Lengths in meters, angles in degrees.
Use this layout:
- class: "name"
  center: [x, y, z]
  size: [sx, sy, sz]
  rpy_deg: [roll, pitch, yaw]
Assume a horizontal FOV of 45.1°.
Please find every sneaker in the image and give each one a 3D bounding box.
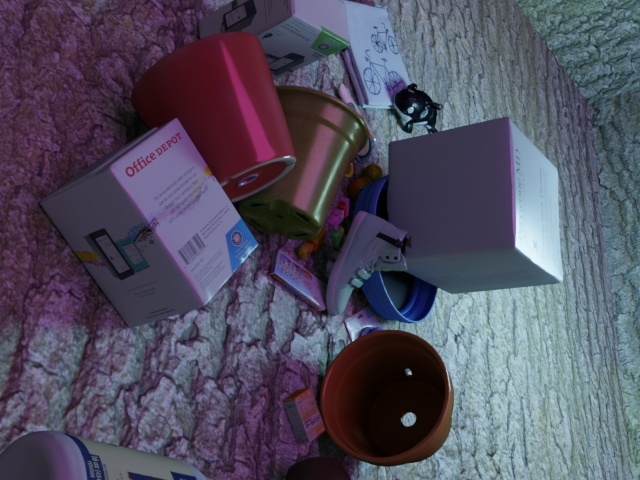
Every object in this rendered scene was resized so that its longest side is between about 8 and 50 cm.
- class: "sneaker"
  center: [0.112, 0.073, 1.772]
  size: [0.255, 0.151, 0.094]
  rpy_deg: [-70, 162, 2]

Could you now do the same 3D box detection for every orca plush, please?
- class: "orca plush"
  center: [0.329, -0.388, 2.371]
  size: [0.287, 0.102, 0.151]
  rpy_deg: [42, 60, -53]

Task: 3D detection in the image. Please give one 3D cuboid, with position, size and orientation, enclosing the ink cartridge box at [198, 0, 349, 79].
- class: "ink cartridge box"
  center: [-0.104, -0.459, 1.701]
  size: [0.198, 0.273, 0.114]
  rpy_deg: [12, 68, -50]

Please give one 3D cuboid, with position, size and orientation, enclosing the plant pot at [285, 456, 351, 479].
- class: "plant pot"
  center: [0.006, 0.543, 1.470]
  size: [0.215, 0.215, 0.230]
  rpy_deg: [31, 37, -42]

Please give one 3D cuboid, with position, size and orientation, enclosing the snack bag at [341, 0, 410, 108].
- class: "snack bag"
  center: [0.158, -0.556, 2.302]
  size: [0.323, 0.037, 0.342]
  rpy_deg: [-16, 88, -55]

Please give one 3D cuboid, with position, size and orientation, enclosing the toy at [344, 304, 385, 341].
- class: "toy"
  center: [0.153, 0.280, 1.890]
  size: [0.137, 0.056, 0.237]
  rpy_deg: [-22, 92, -56]

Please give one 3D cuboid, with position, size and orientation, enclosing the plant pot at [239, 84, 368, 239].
- class: "plant pot"
  center: [-0.057, -0.149, 1.662]
  size: [0.276, 0.276, 0.253]
  rpy_deg: [35, 60, -40]

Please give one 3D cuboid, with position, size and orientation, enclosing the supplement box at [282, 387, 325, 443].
- class: "supplement box"
  center: [-0.034, 0.367, 1.615]
  size: [0.062, 0.036, 0.098]
  rpy_deg: [-22, 93, -54]

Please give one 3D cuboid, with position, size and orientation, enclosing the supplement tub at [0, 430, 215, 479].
- class: "supplement tub"
  center: [-0.292, 0.410, 1.077]
  size: [0.325, 0.235, 0.235]
  rpy_deg: [30, 52, -43]

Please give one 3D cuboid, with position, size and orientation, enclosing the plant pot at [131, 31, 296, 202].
- class: "plant pot"
  center: [-0.182, -0.213, 1.445]
  size: [0.275, 0.275, 0.243]
  rpy_deg: [-14, 76, -55]

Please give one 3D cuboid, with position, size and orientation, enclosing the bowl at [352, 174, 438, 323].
- class: "bowl"
  center: [0.198, 0.023, 2.005]
  size: [0.391, 0.077, 0.391]
  rpy_deg: [21, 65, -55]

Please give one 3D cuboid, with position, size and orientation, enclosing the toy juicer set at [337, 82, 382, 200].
- class: "toy juicer set"
  center: [0.113, -0.254, 2.055]
  size: [0.209, 0.089, 0.329]
  rpy_deg: [41, 45, -35]

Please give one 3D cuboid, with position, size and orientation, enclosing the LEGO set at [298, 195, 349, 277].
- class: "LEGO set"
  center: [0.000, 0.000, 1.767]
  size: [0.093, 0.087, 0.227]
  rpy_deg: [-47, 152, -38]

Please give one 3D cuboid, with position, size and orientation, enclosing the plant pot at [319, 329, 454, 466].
- class: "plant pot"
  center: [0.169, 0.370, 1.704]
  size: [0.203, 0.291, 0.290]
  rpy_deg: [52, 36, -51]

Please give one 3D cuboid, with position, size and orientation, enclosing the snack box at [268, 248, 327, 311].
- class: "snack box"
  center: [-0.047, 0.091, 1.738]
  size: [0.178, 0.022, 0.064]
  rpy_deg: [40, 47, -37]

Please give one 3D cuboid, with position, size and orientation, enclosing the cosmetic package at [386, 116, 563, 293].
- class: "cosmetic package"
  center: [0.399, -0.068, 1.969]
  size: [0.394, 0.327, 0.329]
  rpy_deg: [24, 63, -54]

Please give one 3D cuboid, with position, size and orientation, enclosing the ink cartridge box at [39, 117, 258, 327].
- class: "ink cartridge box"
  center: [-0.287, -0.029, 1.319]
  size: [0.270, 0.197, 0.198]
  rpy_deg: [59, 37, -17]
